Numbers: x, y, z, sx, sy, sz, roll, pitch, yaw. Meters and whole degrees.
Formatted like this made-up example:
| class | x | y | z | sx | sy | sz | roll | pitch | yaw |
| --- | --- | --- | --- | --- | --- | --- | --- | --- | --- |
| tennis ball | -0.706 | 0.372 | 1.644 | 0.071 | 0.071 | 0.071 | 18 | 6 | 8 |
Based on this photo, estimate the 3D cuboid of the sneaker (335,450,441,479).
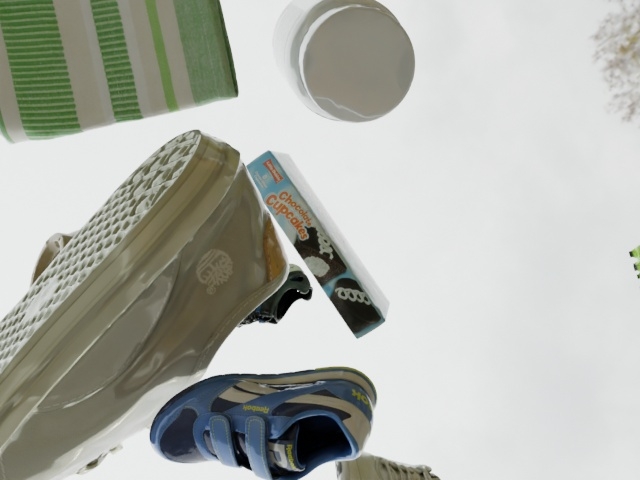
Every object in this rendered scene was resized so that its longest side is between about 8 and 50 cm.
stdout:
| class | x | y | z | sx | sy | sz | roll | pitch | yaw |
| --- | --- | --- | --- | --- | --- | --- | --- | --- | --- |
| sneaker | 0.123 | 0.393 | 1.323 | 0.292 | 0.118 | 0.110 | 40 | -148 | -46 |

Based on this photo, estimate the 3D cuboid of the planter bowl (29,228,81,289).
| class | x | y | z | sx | sy | sz | roll | pitch | yaw |
| --- | --- | --- | --- | --- | --- | --- | --- | --- | --- |
| planter bowl | -0.280 | 0.051 | 0.982 | 0.109 | 0.162 | 0.162 | 21 | -123 | -34 |

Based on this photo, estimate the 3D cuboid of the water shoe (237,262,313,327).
| class | x | y | z | sx | sy | sz | roll | pitch | yaw |
| --- | --- | --- | --- | --- | --- | --- | --- | --- | --- |
| water shoe | -0.109 | 0.117 | 1.458 | 0.203 | 0.073 | 0.080 | -34 | -124 | -3 |

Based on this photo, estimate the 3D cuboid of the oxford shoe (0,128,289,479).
| class | x | y | z | sx | sy | sz | roll | pitch | yaw |
| --- | --- | --- | --- | --- | --- | --- | --- | --- | --- |
| oxford shoe | -0.191 | 0.117 | 0.588 | 0.130 | 0.449 | 0.169 | 42 | -171 | -26 |

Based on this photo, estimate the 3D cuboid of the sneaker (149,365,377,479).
| class | x | y | z | sx | sy | sz | roll | pitch | yaw |
| --- | --- | --- | --- | --- | --- | --- | --- | --- | --- |
| sneaker | -0.037 | 0.114 | 0.496 | 0.059 | 0.144 | 0.053 | -90 | -14 | -62 |

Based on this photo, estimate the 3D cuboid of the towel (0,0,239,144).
| class | x | y | z | sx | sy | sz | roll | pitch | yaw |
| --- | --- | --- | --- | --- | --- | --- | --- | --- | --- |
| towel | -0.268 | -0.257 | 0.972 | 0.038 | 0.325 | 0.248 | -21 | -79 | -73 |

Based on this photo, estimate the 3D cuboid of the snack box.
| class | x | y | z | sx | sy | sz | roll | pitch | yaw |
| --- | --- | --- | --- | --- | --- | --- | --- | --- | --- |
| snack box | 0.000 | 0.000 | 1.348 | 0.322 | 0.060 | 0.187 | 56 | -172 | 0 |

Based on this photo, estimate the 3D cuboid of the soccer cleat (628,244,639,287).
| class | x | y | z | sx | sy | sz | roll | pitch | yaw |
| --- | --- | --- | --- | --- | --- | --- | --- | --- | --- |
| soccer cleat | 0.500 | 0.059 | 1.189 | 0.179 | 0.072 | 0.060 | 51 | -151 | -46 |

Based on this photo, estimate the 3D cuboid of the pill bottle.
| class | x | y | z | sx | sy | sz | roll | pitch | yaw |
| --- | --- | --- | --- | --- | --- | --- | --- | --- | --- |
| pill bottle | 0.026 | -0.247 | 1.085 | 0.161 | 0.161 | 0.283 | 30 | -167 | -17 |
